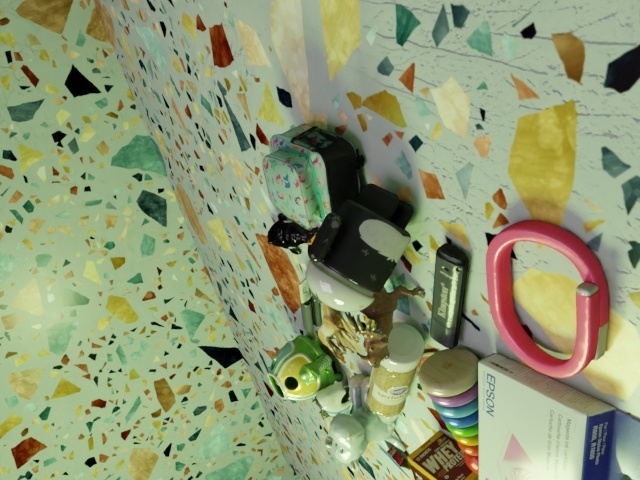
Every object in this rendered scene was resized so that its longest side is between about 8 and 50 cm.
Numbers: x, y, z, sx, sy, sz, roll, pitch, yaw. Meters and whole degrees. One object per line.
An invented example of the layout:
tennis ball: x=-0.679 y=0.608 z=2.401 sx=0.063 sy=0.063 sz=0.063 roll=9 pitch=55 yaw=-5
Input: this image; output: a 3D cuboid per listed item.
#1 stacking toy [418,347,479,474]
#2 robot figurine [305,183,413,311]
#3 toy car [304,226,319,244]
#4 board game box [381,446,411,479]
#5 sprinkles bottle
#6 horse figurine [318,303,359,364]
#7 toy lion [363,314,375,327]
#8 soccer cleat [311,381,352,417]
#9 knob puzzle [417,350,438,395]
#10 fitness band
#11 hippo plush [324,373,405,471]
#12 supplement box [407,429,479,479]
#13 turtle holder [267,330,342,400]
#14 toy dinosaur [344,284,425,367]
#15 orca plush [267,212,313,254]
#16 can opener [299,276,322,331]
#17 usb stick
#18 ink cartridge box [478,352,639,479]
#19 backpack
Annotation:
stacking toy: x=0.347 y=0.417 z=1.184 sx=0.141 sy=0.141 sz=0.330 roll=11 pitch=131 yaw=60
robot figurine: x=0.083 y=0.019 z=1.110 sx=0.209 sy=0.278 sz=0.173 roll=30 pitch=-175 yaw=-6
toy car: x=0.000 y=0.000 z=1.498 sx=0.040 sy=0.060 sz=0.122 roll=38 pitch=176 yaw=-29
board game box: x=0.267 y=0.762 z=1.785 sx=0.133 sy=0.033 sz=0.168 roll=49 pitch=168 yaw=-3
sprinkles bottle: x=0.198 y=0.363 z=1.396 sx=0.121 sy=0.121 sz=0.355 roll=46 pitch=154 yaw=31
horse figurine: x=0.049 y=0.309 z=1.711 sx=0.174 sy=0.066 sz=0.263 roll=43 pitch=148 yaw=24
toy lion: x=0.159 y=0.241 z=1.470 sx=0.100 sy=0.034 sz=0.096 roll=40 pitch=155 yaw=38
soccer cleat: x=0.083 y=0.621 z=1.932 sx=0.116 sy=0.143 sz=0.331 roll=53 pitch=178 yaw=31
knob puzzle: x=0.308 y=0.367 z=1.309 sx=0.213 sy=0.030 sz=0.213 roll=45 pitch=151 yaw=34
fitness band: x=0.377 y=0.104 z=0.872 sx=0.209 sy=0.054 sz=0.291 roll=27 pitch=138 yaw=52
hippo plush: x=0.115 y=0.600 z=1.676 sx=0.234 sy=0.236 sz=0.294 roll=36 pitch=145 yaw=43
supplement box: x=0.366 y=0.670 z=1.391 sx=0.191 sy=0.129 sz=0.194 roll=17 pitch=131 yaw=57
turtle holder: x=-0.060 y=0.506 z=1.931 sx=0.320 sy=0.227 sz=0.244 roll=21 pitch=133 yaw=56
toy dinosaur: x=0.110 y=0.138 z=1.249 sx=0.296 sy=0.200 sz=0.127 roll=51 pitch=153 yaw=24
orca plush: x=-0.118 y=0.006 z=1.671 sx=0.287 sy=0.102 sz=0.151 roll=28 pitch=139 yaw=51
can opener: x=-0.028 y=0.224 z=1.760 sx=0.093 sy=0.074 sz=0.280 roll=44 pitch=150 yaw=33
usb stick: x=0.275 y=0.128 z=1.103 sx=0.077 sy=0.045 sz=0.278 roll=40 pitch=147 yaw=41
ink cartridge box: x=0.448 y=0.427 z=0.979 sx=0.330 sy=0.071 sz=0.324 roll=21 pitch=121 yaw=57
backpack: x=-0.033 y=-0.162 z=1.249 sx=0.253 sy=0.191 sz=0.225 roll=41 pitch=150 yaw=47
